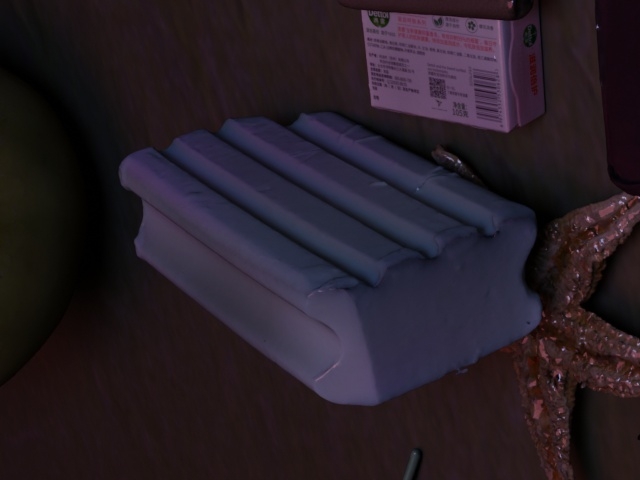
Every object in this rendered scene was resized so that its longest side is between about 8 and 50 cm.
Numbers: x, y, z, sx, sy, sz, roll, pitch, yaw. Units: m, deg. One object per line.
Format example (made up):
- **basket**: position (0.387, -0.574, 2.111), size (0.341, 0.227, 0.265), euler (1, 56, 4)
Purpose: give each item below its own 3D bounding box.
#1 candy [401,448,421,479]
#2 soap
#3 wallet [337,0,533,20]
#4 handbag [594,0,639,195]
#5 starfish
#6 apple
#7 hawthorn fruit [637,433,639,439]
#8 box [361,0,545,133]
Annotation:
- **candy**: position (0.054, 0.250, 1.329), size (0.062, 0.058, 0.194), euler (30, 123, 21)
- **soap**: position (0.000, 0.000, 1.111), size (0.289, 0.173, 0.095), euler (32, 136, 51)
- **wallet**: position (0.078, -0.202, 1.020), size (0.153, 0.039, 0.118), euler (14, 98, 43)
- **handbag**: position (0.231, -0.138, 0.845), size (0.203, 0.074, 0.216), euler (-21, 70, 58)
- **starfish**: position (0.170, 0.064, 1.085), size (0.231, 0.048, 0.295), euler (-10, 98, 51)
- **apple**: position (-0.382, -0.008, 1.413), size (0.357, 0.357, 0.357), euler (24, 128, 36)
- **hawthorn fruit**: position (0.303, 0.132, 0.905), size (0.235, 0.181, 0.181), euler (7, 117, 40)
- **box**: position (0.088, -0.128, 1.073), size (0.125, 0.043, 0.089), euler (17, 124, 40)
